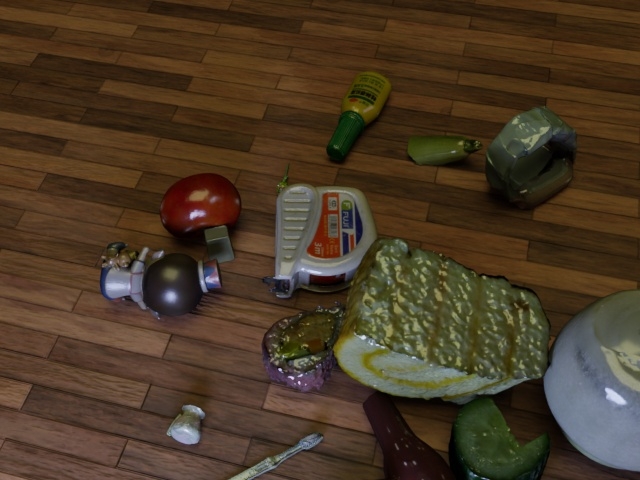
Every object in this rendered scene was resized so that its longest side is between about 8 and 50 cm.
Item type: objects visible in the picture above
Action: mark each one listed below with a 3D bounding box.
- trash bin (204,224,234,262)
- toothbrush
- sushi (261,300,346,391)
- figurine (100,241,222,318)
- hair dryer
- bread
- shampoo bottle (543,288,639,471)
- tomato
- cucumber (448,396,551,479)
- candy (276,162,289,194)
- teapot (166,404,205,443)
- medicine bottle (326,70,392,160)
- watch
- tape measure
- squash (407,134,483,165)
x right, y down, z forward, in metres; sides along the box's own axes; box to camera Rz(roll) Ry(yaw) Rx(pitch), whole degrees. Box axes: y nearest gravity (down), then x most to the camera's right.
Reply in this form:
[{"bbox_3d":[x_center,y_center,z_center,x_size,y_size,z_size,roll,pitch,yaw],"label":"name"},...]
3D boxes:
[{"bbox_3d":[-0.240,0.010,1.765,0.060,0.092,0.043,-12,56,-6],"label":"trash bin"},{"bbox_3d":[-0.124,0.453,1.481,0.294,0.028,0.026,-27,56,-10],"label":"toothbrush"},{"bbox_3d":[-0.027,0.213,1.600,0.161,0.108,0.241,17,48,20],"label":"sushi"},{"bbox_3d":[-0.357,0.088,1.685,0.275,0.161,0.158,11,19,8],"label":"figurine"},{"bbox_3d":[0.075,0.428,1.373,0.340,0.123,0.313,-3,40,-33],"label":"hair dryer"},{"bbox_3d":[0.226,0.190,1.505,0.395,0.264,0.239,19,58,-6],"label":"bread"},{"bbox_3d":[0.590,0.261,1.404,0.322,0.317,0.323,-1,56,2],"label":"shampoo bottle"},{"bbox_3d":[-0.285,-0.084,1.780,0.195,0.195,0.136,-13,79,-7],"label":"tomato"},{"bbox_3d":[0.329,0.410,1.435,0.191,0.130,0.191,-1,47,1],"label":"cucumber"},{"bbox_3d":[-0.089,-0.160,1.926,0.035,0.035,0.123,-5,43,14],"label":"candy"},{"bbox_3d":[-0.275,0.374,1.528,0.083,0.064,0.064,-15,39,31],"label":"teapot"},{"bbox_3d":[0.096,-0.335,2.012,0.111,0.076,0.309,17,57,16],"label":"medicine bottle"},{"bbox_3d":[0.506,-0.214,1.801,0.253,0.241,0.162,-31,57,-19],"label":"watch"},{"bbox_3d":[0.000,0.000,1.744,0.265,0.130,0.258,1,57,-3],"label":"tape measure"},{"bbox_3d":[0.330,-0.232,1.928,0.200,0.075,0.090,5,32,33],"label":"squash"}]
